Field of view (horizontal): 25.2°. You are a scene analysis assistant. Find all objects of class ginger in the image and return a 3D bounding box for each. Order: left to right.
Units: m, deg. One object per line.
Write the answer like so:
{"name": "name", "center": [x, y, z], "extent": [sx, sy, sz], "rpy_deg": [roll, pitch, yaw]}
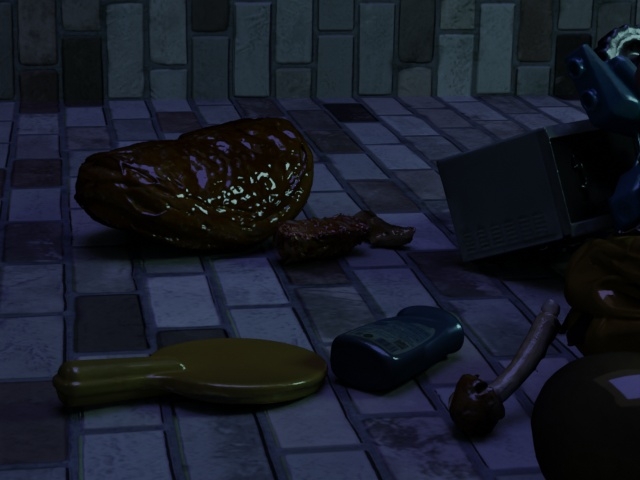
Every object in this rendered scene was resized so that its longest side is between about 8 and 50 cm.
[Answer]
{"name": "ginger", "center": [0.089, -0.018, 2.229], "extent": [0.057, 0.044, 0.137], "rpy_deg": [12, 8, -39]}

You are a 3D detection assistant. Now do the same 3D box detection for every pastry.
{"name": "pastry", "center": [-0.002, -0.001, 2.135], "extent": [0.169, 0.063, 0.087], "rpy_deg": [-6, 25, -40]}

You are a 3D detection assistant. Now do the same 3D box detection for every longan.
{"name": "longan", "center": [0.280, 0.183, 1.308], "extent": [0.189, 0.189, 0.189], "rpy_deg": [1, 16, 0]}

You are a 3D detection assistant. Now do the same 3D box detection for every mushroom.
{"name": "mushroom", "center": [0.200, 0.136, 1.541], "extent": [0.061, 0.060, 0.187], "rpy_deg": [9, 45, 47]}

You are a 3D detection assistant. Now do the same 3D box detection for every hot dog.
{"name": "hot dog", "center": [-0.192, -0.082, 2.212], "extent": [0.388, 0.174, 0.267], "rpy_deg": [-17, 21, -39]}

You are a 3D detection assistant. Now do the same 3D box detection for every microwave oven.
{"name": "microwave oven", "center": [0.359, -0.075, 2.121], "extent": [0.295, 0.181, 0.238], "rpy_deg": [-13, -3, -45]}

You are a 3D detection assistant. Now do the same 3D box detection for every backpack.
{"name": "backpack", "center": [0.450, 0.093, 1.551], "extent": [0.378, 0.201, 0.353], "rpy_deg": [9, 6, 10]}

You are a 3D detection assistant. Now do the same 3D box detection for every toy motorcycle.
{"name": "toy motorcycle", "center": [0.448, -0.092, 1.943], "extent": [0.232, 0.416, 0.172], "rpy_deg": [-17, -6, -27]}

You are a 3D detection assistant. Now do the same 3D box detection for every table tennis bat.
{"name": "table tennis bat", "center": [-0.144, 0.147, 1.614], "extent": [0.321, 0.050, 0.198], "rpy_deg": [-4, 15, -29]}

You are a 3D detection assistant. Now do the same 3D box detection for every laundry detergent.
{"name": "laundry detergent", "center": [0.104, 0.120, 1.698], "extent": [0.097, 0.061, 0.206], "rpy_deg": [10, 18, 36]}

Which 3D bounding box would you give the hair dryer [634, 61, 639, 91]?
{"name": "hair dryer", "center": [0.483, -0.109, 1.781], "extent": [0.125, 0.210, 0.352], "rpy_deg": [-4, 59, -30]}
